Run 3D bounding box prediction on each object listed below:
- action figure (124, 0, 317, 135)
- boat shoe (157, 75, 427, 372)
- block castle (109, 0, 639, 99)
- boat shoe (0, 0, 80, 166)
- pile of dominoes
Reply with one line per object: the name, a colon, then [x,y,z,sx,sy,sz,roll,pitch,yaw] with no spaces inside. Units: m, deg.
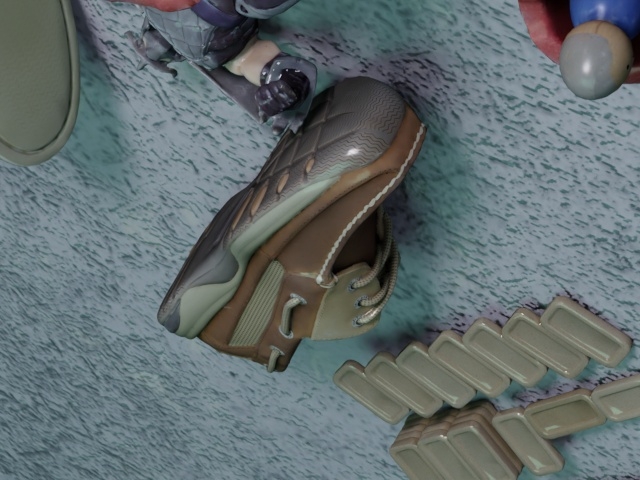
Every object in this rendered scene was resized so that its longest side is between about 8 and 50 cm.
action figure: [-0.051,-0.153,1.008,0.185,0.099,0.285,37,151,-14]
boat shoe: [0.000,0.000,1.133,0.116,0.123,0.324,34,153,-7]
block castle: [0.024,-0.268,0.636,0.303,0.213,0.453,10,141,9]
boat shoe: [-0.272,-0.197,1.125,0.113,0.127,0.340,0,129,44]
pile of dominoes: [0.151,0.121,1.217,0.251,0.040,0.196,-22,114,43]
